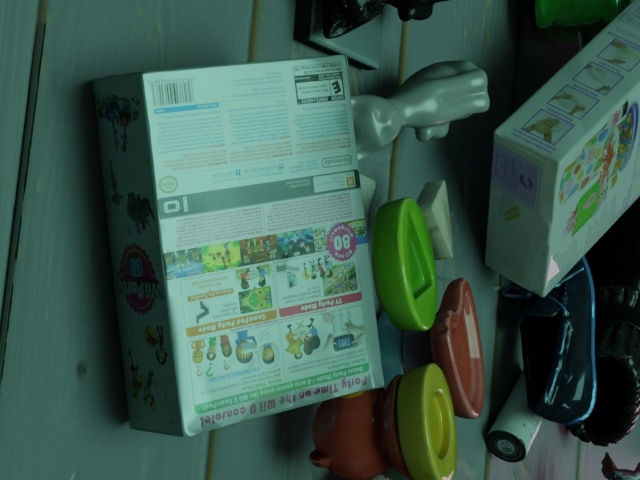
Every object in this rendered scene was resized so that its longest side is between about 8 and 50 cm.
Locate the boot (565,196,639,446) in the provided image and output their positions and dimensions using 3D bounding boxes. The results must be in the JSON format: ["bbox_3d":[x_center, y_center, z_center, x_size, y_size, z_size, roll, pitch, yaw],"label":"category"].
[{"bbox_3d":[0.396,0.076,2.081,0.260,0.131,0.348,-44,126,-48],"label":"boot"}]

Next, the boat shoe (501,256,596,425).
[{"bbox_3d":[0.288,0.096,1.915,0.089,0.109,0.258,12,57,-33],"label":"boat shoe"}]

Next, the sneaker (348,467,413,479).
[{"bbox_3d":[0.070,0.367,1.626,0.145,0.090,0.270,-49,131,-37],"label":"sneaker"}]

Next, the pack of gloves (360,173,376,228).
[{"bbox_3d":[0.000,0.000,1.556,0.232,0.046,0.195,25,70,-54],"label":"pack of gloves"}]

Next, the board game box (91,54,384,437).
[{"bbox_3d":[-0.069,-0.001,1.345,0.224,0.097,0.303,-9,95,-38],"label":"board game box"}]

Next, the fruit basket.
[{"bbox_3d":[0.386,-0.388,2.043,0.353,0.165,0.327,-18,105,-59],"label":"fruit basket"}]

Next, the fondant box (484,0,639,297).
[{"bbox_3d":[0.336,-0.122,1.876,0.330,0.096,0.238,-43,150,-30],"label":"fondant box"}]

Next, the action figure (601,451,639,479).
[{"bbox_3d":[0.376,0.451,1.944,0.276,0.248,0.370,43,58,-49],"label":"action figure"}]

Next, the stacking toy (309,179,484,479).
[{"bbox_3d":[0.067,0.092,1.583,0.309,0.130,0.279,-37,116,-71],"label":"stacking toy"}]

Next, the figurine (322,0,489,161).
[{"bbox_3d":[0.076,-0.194,1.606,0.209,0.092,0.214,-22,109,-47],"label":"figurine"}]

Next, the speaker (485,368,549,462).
[{"bbox_3d":[0.257,0.213,1.937,0.136,0.055,0.055,-54,132,-42],"label":"speaker"}]

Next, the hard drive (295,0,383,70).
[{"bbox_3d":[0.022,-0.238,1.610,0.135,0.022,0.094,14,78,-56],"label":"hard drive"}]
